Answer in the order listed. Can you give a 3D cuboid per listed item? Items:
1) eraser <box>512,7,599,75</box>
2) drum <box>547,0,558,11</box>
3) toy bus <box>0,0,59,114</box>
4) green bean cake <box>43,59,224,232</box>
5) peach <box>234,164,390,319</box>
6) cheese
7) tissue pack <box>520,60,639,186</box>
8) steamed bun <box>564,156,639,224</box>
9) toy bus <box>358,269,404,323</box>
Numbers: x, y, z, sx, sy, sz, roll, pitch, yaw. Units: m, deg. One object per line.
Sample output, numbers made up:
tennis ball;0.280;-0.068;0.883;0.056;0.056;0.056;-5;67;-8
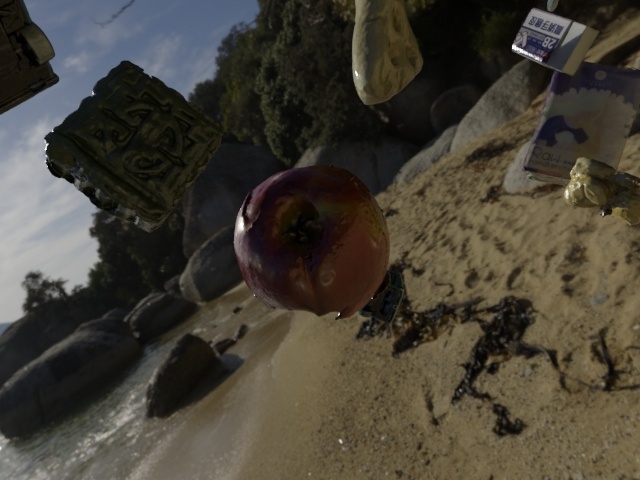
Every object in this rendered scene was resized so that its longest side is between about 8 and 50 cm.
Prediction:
eraser;0.635;-0.546;1.282;0.068;0.210;0.124;6;-57;-27
drum;0.688;-0.750;1.404;0.130;0.049;0.253;11;8;3
toy bus;-0.343;-0.230;0.406;0.116;0.133;0.234;-45;-13;-28
green bean cake;-0.345;-0.173;0.884;0.132;0.241;0.255;-18;37;59
peach;0.000;0.000;1.075;0.339;0.353;0.416;11;-11;14
cheese;0.158;-0.564;1.310;0.129;0.351;0.328;-1;44;36
tissue pack;0.747;-0.324;1.344;0.125;0.242;0.344;4;-77;-73
steamed bun;0.646;-0.105;1.070;0.106;0.177;0.192;-63;-17;14
toy bus;0.109;0.127;1.356;0.147;0.256;0.128;-51;-20;-69
